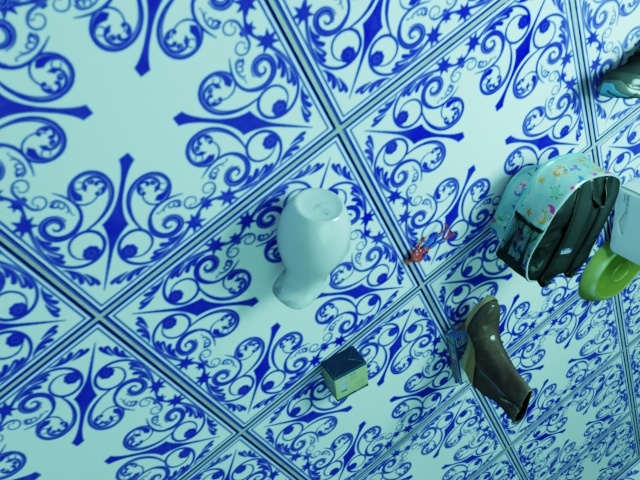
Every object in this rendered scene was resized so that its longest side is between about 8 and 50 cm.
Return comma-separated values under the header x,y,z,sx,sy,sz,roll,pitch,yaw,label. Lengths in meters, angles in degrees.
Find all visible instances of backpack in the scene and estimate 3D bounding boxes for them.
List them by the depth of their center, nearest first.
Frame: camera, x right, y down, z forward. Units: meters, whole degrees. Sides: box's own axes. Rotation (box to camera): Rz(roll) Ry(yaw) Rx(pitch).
x,y,z,sx,sy,sz,roll,pitch,yaw,label
0.493,-0.062,1.476,0.225,0.191,0.254,-11,136,-33,backpack

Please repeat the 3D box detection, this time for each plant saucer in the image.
x,y,z,sx,sy,sz,roll,pitch,yaw,label
0.808,0.077,1.928,0.240,0.037,0.241,-19,133,-22,plant saucer

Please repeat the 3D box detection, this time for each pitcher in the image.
x,y,z,sx,sy,sz,roll,pitch,yaw,label
0.000,0.000,1.235,0.177,0.125,0.207,-37,152,-36,pitcher

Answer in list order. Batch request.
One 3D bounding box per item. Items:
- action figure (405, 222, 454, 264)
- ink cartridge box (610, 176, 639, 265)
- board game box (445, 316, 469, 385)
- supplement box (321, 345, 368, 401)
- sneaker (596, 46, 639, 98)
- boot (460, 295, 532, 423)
x,y,z,sx,sy,sz,roll,pitch,yaw,label
0.220,0.011,1.456,0.115,0.030,0.038,-40,132,5,action figure
0.881,-0.075,1.788,0.272,0.114,0.197,-21,125,-20,ink cartridge box
0.385,0.263,1.770,0.136,0.035,0.201,-30,136,-13,board game box
0.054,0.289,1.535,0.083,0.056,0.083,-24,134,-18,supplement box
0.692,-0.379,1.445,0.340,0.125,0.140,-23,116,-26,sneaker
0.418,0.271,1.622,0.090,0.207,0.249,-15,129,-26,boot
